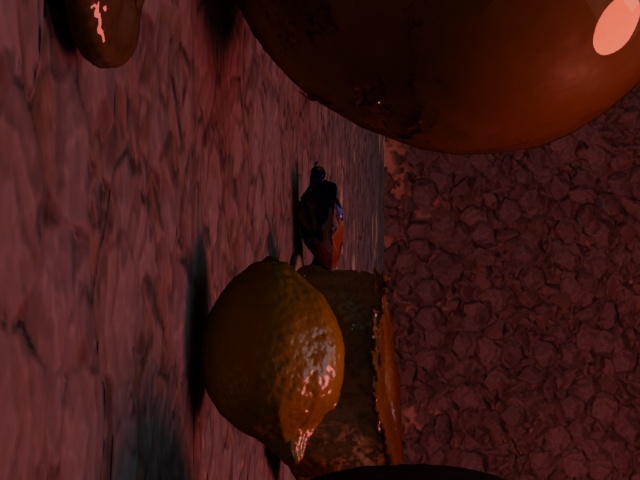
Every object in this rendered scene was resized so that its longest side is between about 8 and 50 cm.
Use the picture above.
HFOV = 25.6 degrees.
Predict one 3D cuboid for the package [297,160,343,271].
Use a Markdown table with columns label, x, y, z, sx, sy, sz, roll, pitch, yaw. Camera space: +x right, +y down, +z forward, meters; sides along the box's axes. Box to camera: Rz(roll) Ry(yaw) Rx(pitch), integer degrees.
| label | x | y | z | sx | sy | sz | roll | pitch | yaw |
| --- | --- | --- | --- | --- | --- | --- | --- | --- | --- |
| package | 0.001 | 0.000 | 1.041 | 0.077 | 0.033 | 0.110 | -137 | -137 | -55 |

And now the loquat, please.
| label | x | y | z | sx | sy | sz | roll | pitch | yaw |
| --- | --- | --- | --- | --- | --- | --- | --- | --- | --- |
| loquat | 0.066 | -0.158 | 0.667 | 0.235 | 0.235 | 0.235 | 0 | 90 | -85 |

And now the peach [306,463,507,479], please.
| label | x | y | z | sx | sy | sz | roll | pitch | yaw |
| --- | --- | --- | --- | --- | --- | --- | --- | --- | --- |
| peach | 0.026 | 0.200 | 0.515 | 0.214 | 0.214 | 0.235 | 86 | 24 | -43 |

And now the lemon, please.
| label | x | y | z | sx | sy | sz | roll | pitch | yaw |
| --- | --- | --- | --- | --- | --- | --- | --- | --- | --- |
| lemon | -0.021 | 0.052 | 0.614 | 0.065 | 0.065 | 0.092 | 63 | 19 | -80 |

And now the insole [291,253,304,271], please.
| label | x | y | z | sx | sy | sz | roll | pitch | yaw |
| --- | --- | --- | --- | --- | --- | --- | --- | --- | --- |
| insole | -0.020 | 0.064 | 0.943 | 0.192 | 0.010 | 0.063 | -78 | 167 | -65 |

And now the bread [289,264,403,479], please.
| label | x | y | z | sx | sy | sz | roll | pitch | yaw |
| --- | --- | --- | --- | --- | --- | --- | --- | --- | --- |
| bread | 0.015 | 0.089 | 0.895 | 0.140 | 0.069 | 0.127 | 76 | 15 | -56 |

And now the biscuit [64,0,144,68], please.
| label | x | y | z | sx | sy | sz | roll | pitch | yaw |
| --- | --- | --- | --- | --- | --- | --- | --- | --- | --- |
| biscuit | -0.063 | -0.111 | 0.370 | 0.147 | 0.018 | 0.071 | 86 | 5 | -46 |
